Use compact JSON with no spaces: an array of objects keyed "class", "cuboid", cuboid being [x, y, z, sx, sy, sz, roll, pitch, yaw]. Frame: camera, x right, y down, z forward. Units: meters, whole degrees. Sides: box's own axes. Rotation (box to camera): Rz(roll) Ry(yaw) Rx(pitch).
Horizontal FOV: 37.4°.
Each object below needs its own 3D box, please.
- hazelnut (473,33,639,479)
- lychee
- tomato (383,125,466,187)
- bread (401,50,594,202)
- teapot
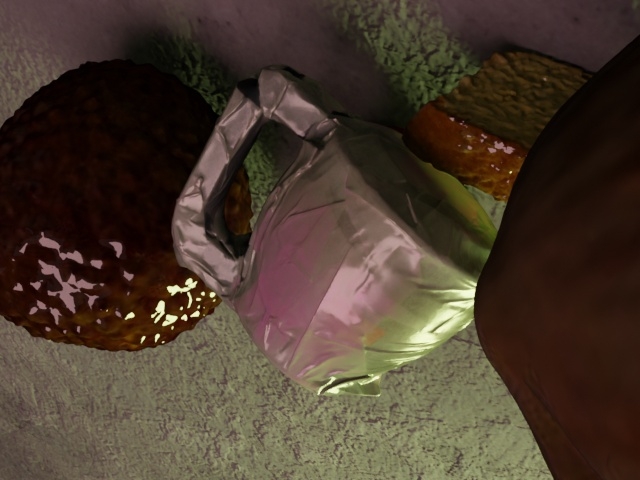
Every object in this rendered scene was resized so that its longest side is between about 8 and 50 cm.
[{"class":"hazelnut","cuboid":[0.259,0.040,0.406,0.359,0.409,0.359,7,128,8]},{"class":"lychee","cuboid":[-0.174,-0.023,0.816,0.260,0.260,0.260,21,143,17]},{"class":"tomato","cuboid":[0.041,-0.015,0.807,0.166,0.082,0.174,14,143,28]},{"class":"bread","cuboid":[0.155,-0.067,0.636,0.187,0.103,0.065,25,145,15]},{"class":"teapot","cuboid":[0.003,0.008,0.662,0.221,0.163,0.178,34,111,-24]}]
